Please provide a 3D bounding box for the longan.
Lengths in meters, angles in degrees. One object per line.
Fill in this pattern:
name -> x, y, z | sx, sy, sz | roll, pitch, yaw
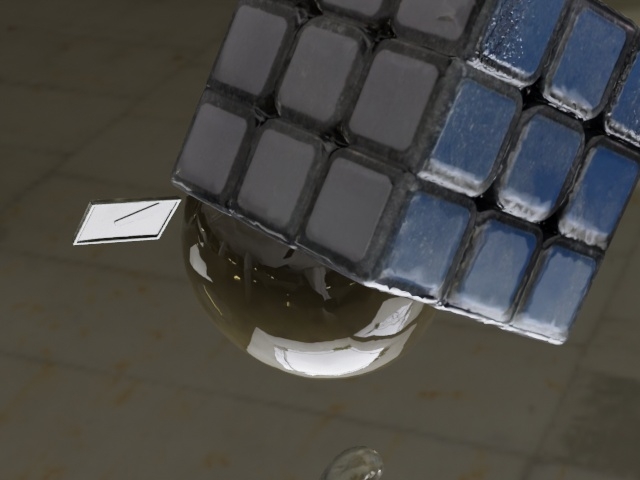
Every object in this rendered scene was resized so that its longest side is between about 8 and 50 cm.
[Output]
longan -> 0.000, 0.000, 1.801 | 0.361, 0.361, 0.361 | -3, -151, 2

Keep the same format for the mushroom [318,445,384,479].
mushroom -> 0.040, 0.253, 1.456 | 0.079, 0.085, 0.085 | 34, -138, 16

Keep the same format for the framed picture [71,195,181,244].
framed picture -> -0.179, -0.019, 1.334 | 0.089, 0.066, 0.007 | -5, -123, -31

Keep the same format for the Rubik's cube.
Rubik's cube -> 0.097, -0.113, 1.332 | 0.301, 0.305, 0.303 | 19, -176, -44
